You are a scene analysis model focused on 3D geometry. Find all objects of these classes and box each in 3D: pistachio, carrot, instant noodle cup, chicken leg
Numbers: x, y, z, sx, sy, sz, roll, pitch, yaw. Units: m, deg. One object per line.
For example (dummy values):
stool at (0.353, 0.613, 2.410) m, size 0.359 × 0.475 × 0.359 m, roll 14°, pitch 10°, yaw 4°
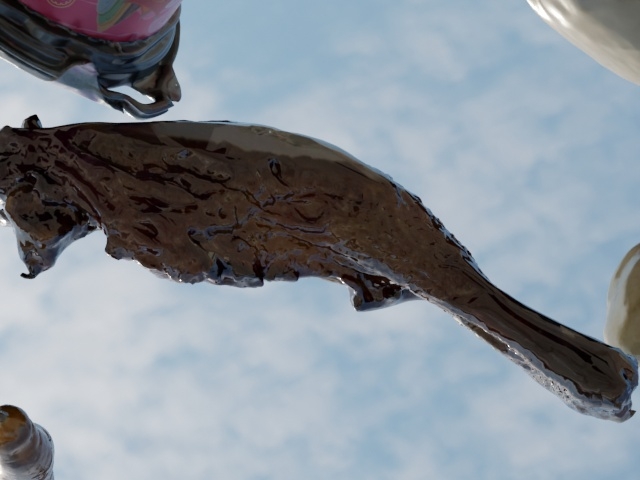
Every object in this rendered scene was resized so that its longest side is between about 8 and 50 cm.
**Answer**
pistachio at (0.227, -0.196, 1.327) m, size 0.152 × 0.223 × 0.126 m, roll -28°, pitch -155°, yaw 24°
carrot at (-0.188, 0.148, 1.125) m, size 0.059 × 0.248 × 0.059 m, roll 5°, pitch -116°, yaw -10°
instant noodle cup at (-0.159, -0.257, 1.304) m, size 0.181 × 0.302 × 0.258 m, roll -43°, pitch -178°, yaw 32°
chicken leg at (0.000, 0.000, 1.072) m, size 0.407 × 0.096 × 0.158 m, roll 20°, pitch -148°, yaw 4°

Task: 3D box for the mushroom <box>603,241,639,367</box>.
mushroom at (0.341, 0.064, 1.545) m, size 0.122 × 0.329 × 0.159 m, roll -14°, pitch -110°, yaw 34°
